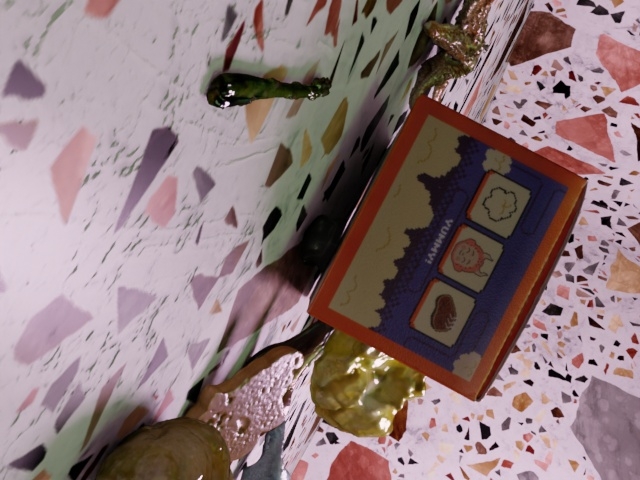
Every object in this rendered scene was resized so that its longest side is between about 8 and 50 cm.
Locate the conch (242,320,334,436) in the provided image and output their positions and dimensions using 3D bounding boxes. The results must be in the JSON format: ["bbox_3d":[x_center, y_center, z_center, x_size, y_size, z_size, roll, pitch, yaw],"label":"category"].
[{"bbox_3d":[-0.073,0.206,0.969,0.233,0.086,0.080,-55,168,-25],"label":"conch"}]

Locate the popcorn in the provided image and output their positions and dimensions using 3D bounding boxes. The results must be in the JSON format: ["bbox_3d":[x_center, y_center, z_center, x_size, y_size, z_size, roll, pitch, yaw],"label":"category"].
[{"bbox_3d":[0.091,0.237,1.463,0.293,0.292,0.334,27,92,-35],"label":"popcorn"}]

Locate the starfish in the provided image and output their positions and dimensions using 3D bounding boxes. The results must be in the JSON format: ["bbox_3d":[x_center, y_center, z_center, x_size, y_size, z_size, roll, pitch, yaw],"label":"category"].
[{"bbox_3d":[0.224,-0.324,1.067,0.302,0.084,0.293,-63,171,24],"label":"starfish"}]

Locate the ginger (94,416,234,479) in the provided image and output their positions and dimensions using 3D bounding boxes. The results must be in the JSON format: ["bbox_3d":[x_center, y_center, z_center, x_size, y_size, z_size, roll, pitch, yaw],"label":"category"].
[{"bbox_3d":[-0.141,0.233,0.674,0.263,0.109,0.117,87,6,-70],"label":"ginger"}]

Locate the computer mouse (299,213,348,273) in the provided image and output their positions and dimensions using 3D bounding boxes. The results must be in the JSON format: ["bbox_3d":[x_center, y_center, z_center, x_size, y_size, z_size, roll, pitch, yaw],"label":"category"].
[{"bbox_3d":[0.000,0.000,0.915,0.079,0.047,0.135,-62,178,-4],"label":"computer mouse"}]

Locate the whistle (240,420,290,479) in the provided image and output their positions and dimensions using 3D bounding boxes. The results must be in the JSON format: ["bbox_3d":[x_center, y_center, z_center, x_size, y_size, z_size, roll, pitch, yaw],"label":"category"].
[{"bbox_3d":[-0.115,0.529,1.396,0.189,0.189,0.348,54,53,-78],"label":"whistle"}]

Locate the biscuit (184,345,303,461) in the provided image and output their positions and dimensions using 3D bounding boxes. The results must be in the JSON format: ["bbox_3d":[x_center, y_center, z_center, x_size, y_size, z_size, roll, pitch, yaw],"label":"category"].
[{"bbox_3d":[-0.115,0.226,0.850,0.250,0.035,0.162,-47,139,-9],"label":"biscuit"}]

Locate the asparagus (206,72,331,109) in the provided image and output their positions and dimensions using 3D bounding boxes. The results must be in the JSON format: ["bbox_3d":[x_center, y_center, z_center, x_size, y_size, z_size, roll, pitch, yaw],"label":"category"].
[{"bbox_3d":[-0.029,-0.122,0.555,0.022,0.023,0.233,-18,-174,22],"label":"asparagus"}]

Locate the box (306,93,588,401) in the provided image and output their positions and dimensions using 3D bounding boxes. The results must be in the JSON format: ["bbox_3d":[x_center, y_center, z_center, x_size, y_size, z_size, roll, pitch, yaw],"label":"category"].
[{"bbox_3d":[0.162,0.016,1.009,0.319,0.256,0.349,-63,179,-3],"label":"box"}]
